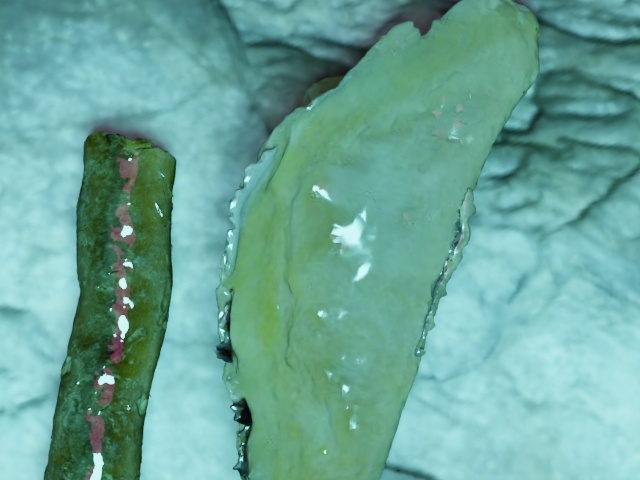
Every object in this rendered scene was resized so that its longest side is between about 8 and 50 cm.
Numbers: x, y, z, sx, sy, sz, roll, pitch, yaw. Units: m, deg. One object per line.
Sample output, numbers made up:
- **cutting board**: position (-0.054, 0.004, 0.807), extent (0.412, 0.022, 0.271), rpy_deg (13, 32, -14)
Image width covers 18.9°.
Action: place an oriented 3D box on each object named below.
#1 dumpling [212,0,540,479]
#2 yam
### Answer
- **dumpling**: position (0.001, 0.001, 1.061), extent (0.166, 0.086, 0.332), rpy_deg (23, 84, -30)
- **yam**: position (-0.117, 0.068, 1.070), extent (0.061, 0.061, 0.253), rpy_deg (6, 84, 1)
